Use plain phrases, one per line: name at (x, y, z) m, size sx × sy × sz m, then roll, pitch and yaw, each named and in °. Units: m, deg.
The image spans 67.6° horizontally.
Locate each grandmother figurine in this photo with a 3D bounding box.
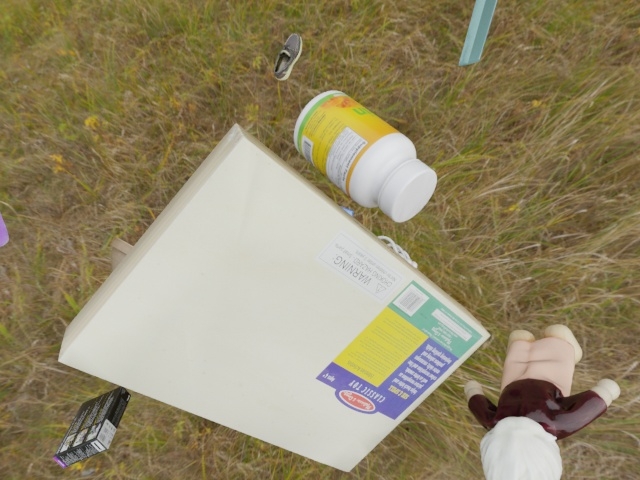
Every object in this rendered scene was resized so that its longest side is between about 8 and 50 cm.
grandmother figurine at (0.304, 0.227, 0.673) m, size 0.207 × 0.342 × 0.104 m, roll -28°, pitch 90°, yaw 35°

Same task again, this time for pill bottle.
pill bottle at (0.076, -0.143, 0.823) m, size 0.136 × 0.136 × 0.245 m, roll -40°, pitch 59°, yaw -9°

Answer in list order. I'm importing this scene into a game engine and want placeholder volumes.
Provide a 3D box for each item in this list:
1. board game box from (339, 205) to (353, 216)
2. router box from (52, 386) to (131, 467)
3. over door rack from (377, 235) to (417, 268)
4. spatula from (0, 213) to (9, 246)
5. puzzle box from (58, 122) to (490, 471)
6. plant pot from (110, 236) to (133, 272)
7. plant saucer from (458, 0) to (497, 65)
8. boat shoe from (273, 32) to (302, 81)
board game box at (0.000, 0.000, 1.243) m, size 0.160 × 0.047 × 0.211 m, roll 18°, pitch 65°, yaw -25°
router box at (-0.570, 0.464, 1.206) m, size 0.133 × 0.179 × 0.046 m, roll -25°, pitch 114°, yaw 10°
over door rack at (0.051, 0.150, 0.829) m, size 0.108 × 0.239 × 0.324 m, roll 40°, pitch 95°, yaw 17°
spatula at (-0.386, -0.037, 0.345) m, size 0.030 × 0.296 × 0.084 m, roll -35°, pitch 72°, yaw 14°
puzzle box at (-0.019, 0.104, 0.533) m, size 0.408 × 0.052 × 0.272 m, roll 37°, pitch 101°, yaw -32°
plant pot at (-0.550, 0.096, 1.457) m, size 0.237 × 0.237 × 0.110 m, roll 31°, pitch 76°, yaw 4°
plant saucer at (0.303, -0.422, 0.884) m, size 0.018 × 0.192 × 0.067 m, roll 30°, pitch 39°, yaw 30°
boat shoe at (-0.098, -0.558, 1.441) m, size 0.056 × 0.049 × 0.152 m, roll 17°, pitch 86°, yaw 15°
